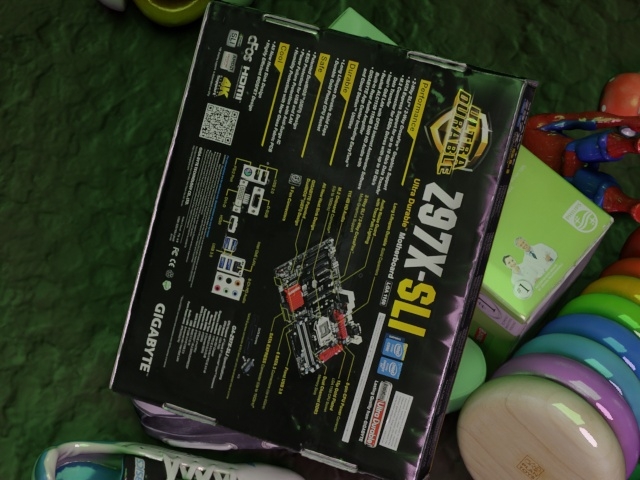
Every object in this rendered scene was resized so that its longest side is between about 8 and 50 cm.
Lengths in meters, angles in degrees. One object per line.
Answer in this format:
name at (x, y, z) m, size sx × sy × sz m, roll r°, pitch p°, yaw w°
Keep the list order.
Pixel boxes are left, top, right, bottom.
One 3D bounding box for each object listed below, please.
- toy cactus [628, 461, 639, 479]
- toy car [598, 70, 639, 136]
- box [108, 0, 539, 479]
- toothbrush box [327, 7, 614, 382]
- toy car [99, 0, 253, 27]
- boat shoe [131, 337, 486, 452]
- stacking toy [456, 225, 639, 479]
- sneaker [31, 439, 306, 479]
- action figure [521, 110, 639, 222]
toy cactus at (0.282, 0.219, 1.355) m, size 0.219 × 0.112 × 0.180 m, roll 26°, pitch 61°, yaw 17°
toy car at (0.412, -0.124, 1.500) m, size 0.225 × 0.053 × 0.239 m, roll -41°, pitch 77°, yaw -15°
box at (0.000, 0.000, 1.238) m, size 0.257 × 0.079 × 0.322 m, roll 16°, pitch 95°, yaw 13°
toothbrush box at (0.087, -0.032, 1.372) m, size 0.283 × 0.206 × 0.122 m, roll 39°, pitch 74°, yaw 11°
toy car at (-0.136, -0.298, 1.495) m, size 0.159 × 0.136 × 0.182 m, roll 1°, pitch 70°, yaw -2°
boat shoe at (-0.011, 0.132, 1.364) m, size 0.301 × 0.102 × 0.108 m, roll -4°, pitch 46°, yaw 1°
stacking toy at (0.249, 0.090, 1.340) m, size 0.141 × 0.141 × 0.330 m, roll 37°, pitch 47°, yaw 10°
sneaker at (-0.124, 0.212, 1.339) m, size 0.237 × 0.086 × 0.085 m, roll 5°, pitch 68°, yaw -2°
action figure at (0.261, -0.062, 1.378) m, size 0.139 × 0.280 × 0.091 m, roll 2°, pitch 97°, yaw -19°
